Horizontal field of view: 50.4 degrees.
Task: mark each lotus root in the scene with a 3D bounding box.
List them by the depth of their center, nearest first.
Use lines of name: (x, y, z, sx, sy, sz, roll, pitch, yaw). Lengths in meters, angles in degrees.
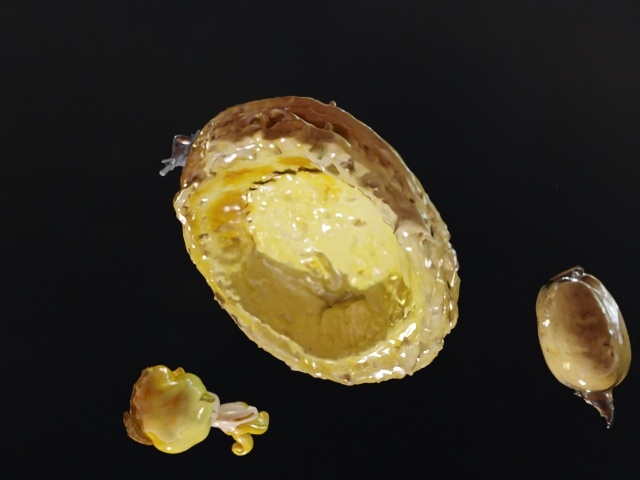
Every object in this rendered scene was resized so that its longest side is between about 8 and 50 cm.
lotus root: (0.368, 0.146, 0.948, 0.125, 0.118, 0.220, -9, -96, -30)

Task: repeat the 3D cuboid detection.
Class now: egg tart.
egg tart: (0.001, -0.001, 0.446, 0.213, 0.212, 0.090, 24, -135, 21)

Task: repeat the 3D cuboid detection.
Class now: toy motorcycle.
toy motorcycle: (-0.133, -0.107, 0.976, 0.157, 0.263, 0.091, 13, -85, -7)

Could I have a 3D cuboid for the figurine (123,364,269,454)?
figurine: (-0.198, 0.280, 1.093, 0.156, 0.246, 0.131, -23, -127, 48)
